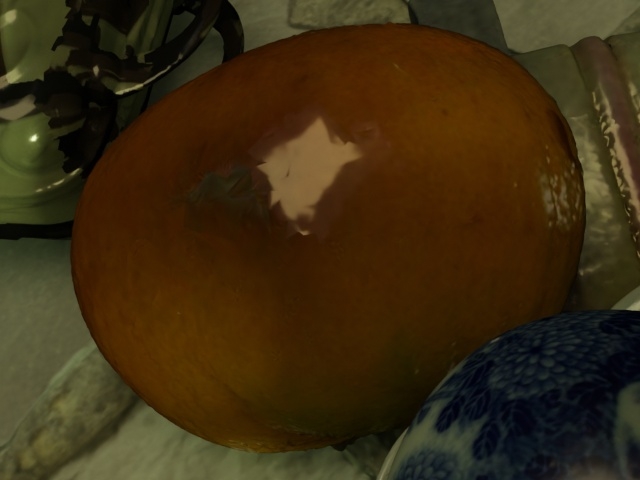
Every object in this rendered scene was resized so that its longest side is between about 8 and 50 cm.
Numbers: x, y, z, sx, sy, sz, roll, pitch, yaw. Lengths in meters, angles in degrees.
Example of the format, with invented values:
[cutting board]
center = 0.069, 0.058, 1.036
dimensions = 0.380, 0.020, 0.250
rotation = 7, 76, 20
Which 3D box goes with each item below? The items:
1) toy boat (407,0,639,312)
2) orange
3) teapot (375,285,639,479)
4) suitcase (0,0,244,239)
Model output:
[toy boat]
center = 0.192, -0.063, 0.789
dimensions = 0.294, 0.111, 0.276
rotation = 7, 66, 6
[orange]
center = 0.000, -0.004, 0.717
dimensions = 0.310, 0.274, 0.274
rotation = -8, 54, -10
[teapot]
center = 0.127, 0.161, 0.587
dimensions = 0.280, 0.252, 0.424
rotation = -10, 35, 53
[suitcase]
center = -0.230, -0.160, 0.898
dimensions = 0.339, 0.194, 0.351
rotation = 4, 59, 9
